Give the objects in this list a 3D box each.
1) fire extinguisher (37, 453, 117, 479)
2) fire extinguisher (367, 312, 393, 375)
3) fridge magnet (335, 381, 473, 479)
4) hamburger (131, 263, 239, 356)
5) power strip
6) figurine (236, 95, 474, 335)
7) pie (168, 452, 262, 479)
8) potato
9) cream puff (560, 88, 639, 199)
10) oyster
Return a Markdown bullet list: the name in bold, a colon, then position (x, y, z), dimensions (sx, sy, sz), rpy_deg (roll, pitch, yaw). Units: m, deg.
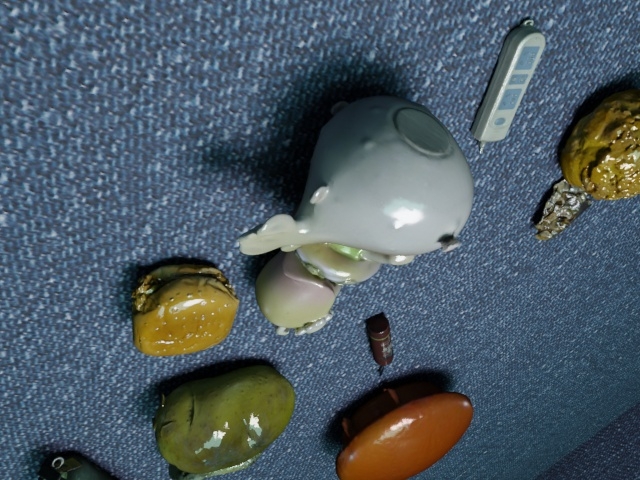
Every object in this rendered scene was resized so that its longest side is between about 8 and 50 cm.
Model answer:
- **fire extinguisher**: position (-0.418, 0.462, 0.943), dimensions (0.095, 0.114, 0.311), rpy_deg (-57, 148, -31)
- **fire extinguisher**: position (0.121, 0.206, 1.034), dimensions (0.064, 0.043, 0.158), rpy_deg (-59, 152, -32)
- **fridge magnet**: position (0.198, 0.467, 1.249), dimensions (0.363, 0.155, 0.364), rpy_deg (-16, 137, -15)
- **hamburger**: position (-0.190, 0.097, 0.726), dimensions (0.147, 0.083, 0.138), rpy_deg (-2, 128, -31)
- **power strip**: position (0.251, -0.201, 0.712), dimensions (0.047, 0.030, 0.191), rpy_deg (-8, 134, -21)
- **figurine**: position (0.000, 0.000, 0.667), dimensions (0.274, 0.227, 0.394), rpy_deg (-10, 150, -39)
- **pie**: position (-0.198, 0.415, 1.004), dimensions (0.186, 0.041, 0.187), rpy_deg (-12, 172, -2)
- **potato**: position (-0.161, 0.304, 0.906), dimensions (0.248, 0.143, 0.169), rpy_deg (-15, 128, -28)
- **cream puff**: position (0.482, -0.144, 0.818), dimensions (0.188, 0.129, 0.189), rpy_deg (-15, 135, -16)
- **oyster**: position (0.445, -0.060, 0.943), dimensions (0.103, 0.051, 0.148), rpy_deg (7, 127, -33)
